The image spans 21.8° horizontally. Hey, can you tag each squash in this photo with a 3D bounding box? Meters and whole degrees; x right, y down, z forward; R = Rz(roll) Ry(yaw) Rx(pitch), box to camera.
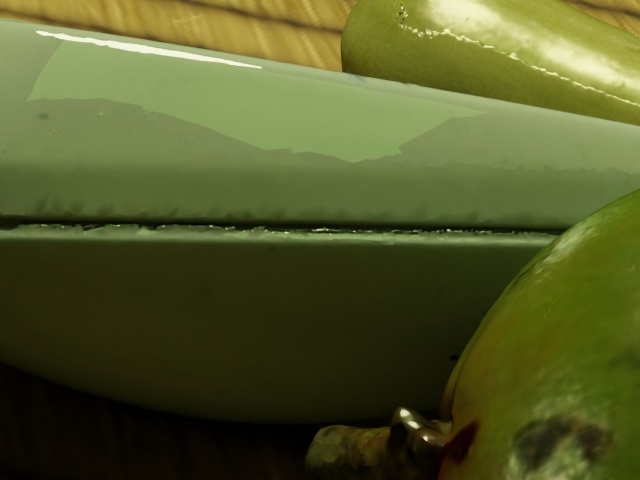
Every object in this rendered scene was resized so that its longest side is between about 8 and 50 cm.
[{"bbox_3d":[0.120,-0.038,0.604,0.250,0.083,0.083,21,32,18],"label":"squash"}]

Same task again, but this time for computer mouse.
[{"bbox_3d":[-0.002,0.006,0.469,0.288,0.097,0.159,10,-5,-9],"label":"computer mouse"}]

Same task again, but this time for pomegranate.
[{"bbox_3d":[0.115,0.080,0.360,0.220,0.156,0.156,36,26,-15],"label":"pomegranate"}]
